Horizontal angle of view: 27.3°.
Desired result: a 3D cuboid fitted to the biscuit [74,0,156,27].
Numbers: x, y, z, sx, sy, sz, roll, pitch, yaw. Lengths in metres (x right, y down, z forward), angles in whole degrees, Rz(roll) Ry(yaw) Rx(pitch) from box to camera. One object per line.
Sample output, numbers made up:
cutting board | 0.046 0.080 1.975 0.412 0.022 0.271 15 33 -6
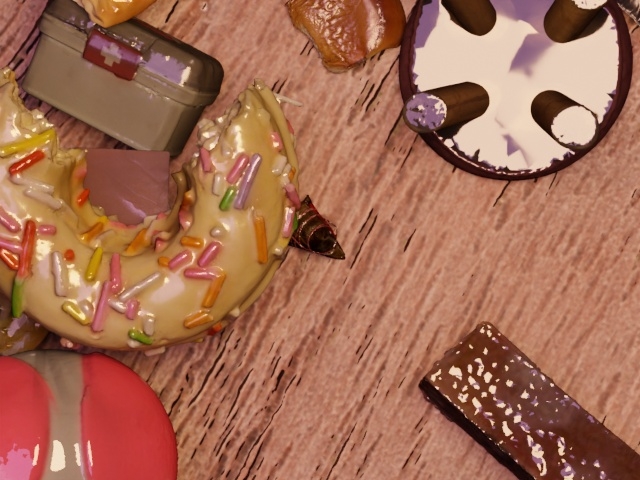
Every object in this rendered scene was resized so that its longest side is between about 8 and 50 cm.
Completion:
biscuit | -0.268 -0.373 1.539 0.204 0.040 0.309 -31 59 -29

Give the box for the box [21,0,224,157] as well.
box | -0.230 -0.192 1.537 0.210 0.148 0.129 27 100 7

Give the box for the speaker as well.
speaker | -0.310 0.251 1.436 0.294 0.294 0.294 0 86 6

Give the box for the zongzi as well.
zongzi | 0.000 0.000 1.551 0.067 0.073 0.083 -51 44 1

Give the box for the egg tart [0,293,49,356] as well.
egg tart | -0.421 0.012 1.534 0.297 0.132 0.297 -3 83 23

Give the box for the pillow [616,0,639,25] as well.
pillow | 0.337 -0.360 1.537 0.208 0.055 0.141 38 84 5

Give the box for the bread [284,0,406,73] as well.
bread | 0.033 -0.270 1.565 0.126 0.044 0.129 -33 87 4

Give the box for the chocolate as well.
chocolate | 0.263 0.230 1.484 0.321 0.112 0.112 42 81 8

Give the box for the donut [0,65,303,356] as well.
donut | -0.207 -0.026 1.405 0.371 0.150 0.307 3 98 -4

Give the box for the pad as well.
pad | -0.226 -0.011 1.499 0.113 0.006 0.187 3 99 10

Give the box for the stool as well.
stool | 0.213 -0.200 1.463 0.272 0.178 0.272 0 93 10
